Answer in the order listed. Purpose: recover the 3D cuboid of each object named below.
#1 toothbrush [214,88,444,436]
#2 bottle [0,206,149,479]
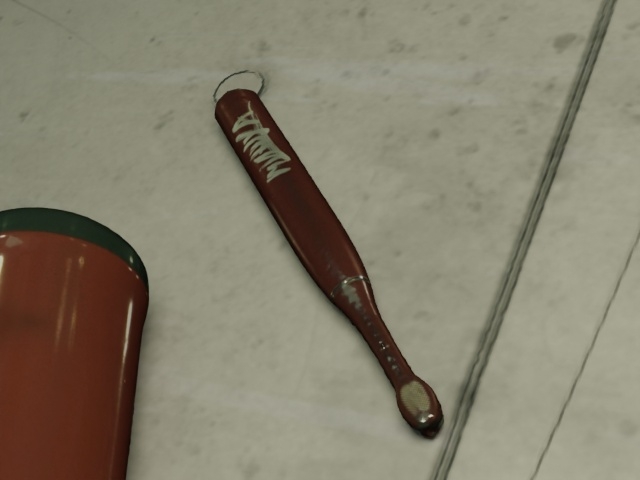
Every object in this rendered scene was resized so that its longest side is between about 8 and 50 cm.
[{"bbox_3d":[0.000,-0.001,0.854,0.041,0.041,0.364,-31,46,-1],"label":"toothbrush"},{"bbox_3d":[-0.186,0.146,0.748,0.144,0.144,0.336,-15,49,14],"label":"bottle"}]
